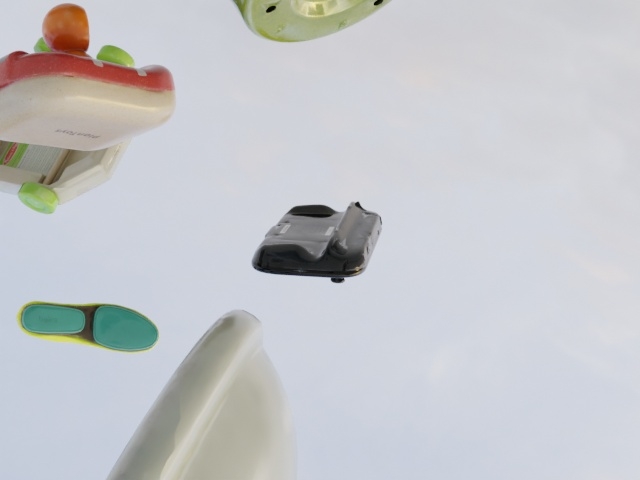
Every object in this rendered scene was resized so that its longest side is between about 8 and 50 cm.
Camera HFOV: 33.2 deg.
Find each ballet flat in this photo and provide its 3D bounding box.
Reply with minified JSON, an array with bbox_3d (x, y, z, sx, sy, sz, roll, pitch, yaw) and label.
[{"bbox_3d":[-0.382,0.140,1.759,0.231,0.077,0.077,10,-104,-18],"label":"ballet flat"}]

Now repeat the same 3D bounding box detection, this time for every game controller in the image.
[{"bbox_3d":[0.000,0.000,1.634,0.166,0.067,0.319,-5,-167,10],"label":"game controller"}]

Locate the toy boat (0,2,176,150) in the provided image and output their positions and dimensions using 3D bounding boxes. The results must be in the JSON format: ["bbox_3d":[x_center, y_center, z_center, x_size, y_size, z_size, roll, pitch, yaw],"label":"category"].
[{"bbox_3d":[-0.268,-0.187,1.178,0.231,0.151,0.151,3,-105,-53],"label":"toy boat"}]

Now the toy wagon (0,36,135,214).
[{"bbox_3d":[-0.431,-0.176,1.570,0.344,0.068,0.267,12,-117,24],"label":"toy wagon"}]

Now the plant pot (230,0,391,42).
[{"bbox_3d":[-0.047,-0.425,1.179,0.366,0.366,0.353,-14,-110,-36],"label":"plant pot"}]

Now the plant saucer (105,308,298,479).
[{"bbox_3d":[-0.088,0.234,0.546,0.100,0.400,0.400,24,-145,3],"label":"plant saucer"}]
